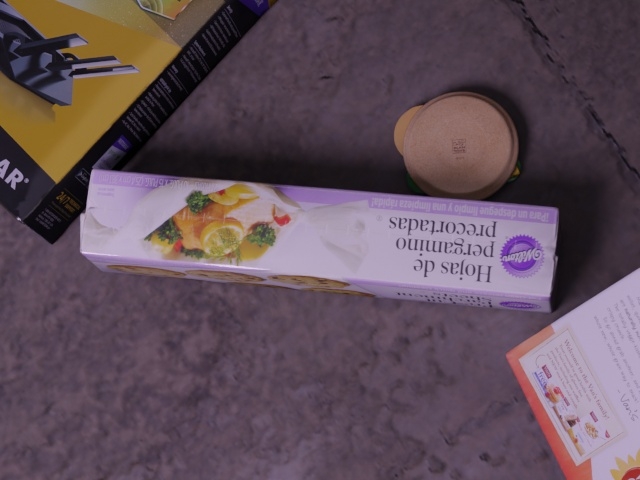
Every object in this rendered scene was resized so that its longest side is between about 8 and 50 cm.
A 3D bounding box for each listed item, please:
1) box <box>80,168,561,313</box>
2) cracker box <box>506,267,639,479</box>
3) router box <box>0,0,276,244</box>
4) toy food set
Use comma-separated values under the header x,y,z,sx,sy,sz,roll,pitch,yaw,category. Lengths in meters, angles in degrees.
x,y,z,sx,sy,sz,roll,pitch,yaw,category
0.000,0.000,1.308,0.324,0.067,0.063,5,80,9,box
0.243,0.084,1.191,0.232,0.067,0.155,-37,72,39,cracker box
-0.225,-0.188,1.373,0.309,0.081,0.243,41,86,14,router box
0.096,-0.062,1.329,0.083,0.020,0.082,-20,76,3,toy food set
